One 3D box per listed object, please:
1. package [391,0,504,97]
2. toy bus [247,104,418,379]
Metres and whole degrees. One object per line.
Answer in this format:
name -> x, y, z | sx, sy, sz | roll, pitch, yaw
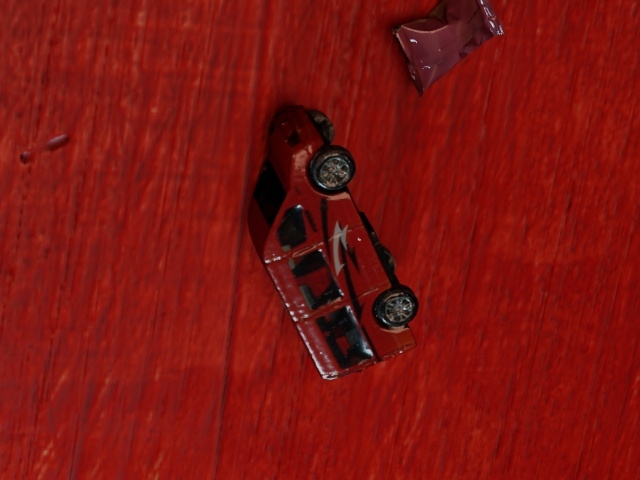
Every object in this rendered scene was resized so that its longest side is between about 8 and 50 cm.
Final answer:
package -> 0.091, -0.149, 1.337 | 0.083, 0.029, 0.059 | -37, 123, -16
toy bus -> 0.000, 0.000, 1.330 | 0.089, 0.081, 0.195 | -26, 119, -1
